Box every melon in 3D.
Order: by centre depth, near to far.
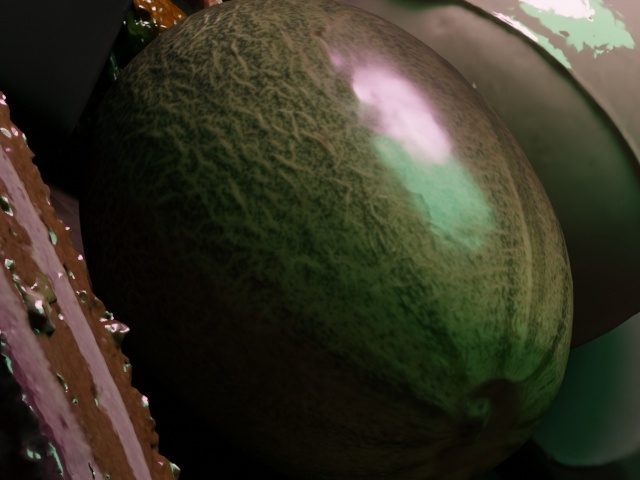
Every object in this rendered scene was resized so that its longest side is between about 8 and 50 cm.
[{"bbox_3d":[0.000,0.000,0.837,0.248,0.248,0.329,24,16,-45],"label":"melon"}]

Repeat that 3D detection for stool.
[{"bbox_3d":[-0.207,-0.122,0.851,0.141,0.232,0.232,30,10,-23],"label":"stool"}]

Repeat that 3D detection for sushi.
[{"bbox_3d":[-0.139,-0.091,1.193,0.287,0.149,0.140,58,12,-36],"label":"sushi"}]

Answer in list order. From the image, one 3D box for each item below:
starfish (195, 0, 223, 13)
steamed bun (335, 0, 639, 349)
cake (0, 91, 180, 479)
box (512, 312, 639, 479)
[{"bbox_3d":[0.040,-0.186,1.628,0.398,0.384,0.132,30,35,-36],"label":"starfish"},{"bbox_3d":[0.114,-0.066,1.117,0.334,0.334,0.374,31,-22,-14],"label":"steamed bun"},{"bbox_3d":[-0.149,0.032,0.620,0.295,0.113,0.116,55,11,14],"label":"cake"},{"bbox_3d":[0.277,0.039,1.254,0.090,0.373,0.367,62,-7,-31],"label":"box"}]
